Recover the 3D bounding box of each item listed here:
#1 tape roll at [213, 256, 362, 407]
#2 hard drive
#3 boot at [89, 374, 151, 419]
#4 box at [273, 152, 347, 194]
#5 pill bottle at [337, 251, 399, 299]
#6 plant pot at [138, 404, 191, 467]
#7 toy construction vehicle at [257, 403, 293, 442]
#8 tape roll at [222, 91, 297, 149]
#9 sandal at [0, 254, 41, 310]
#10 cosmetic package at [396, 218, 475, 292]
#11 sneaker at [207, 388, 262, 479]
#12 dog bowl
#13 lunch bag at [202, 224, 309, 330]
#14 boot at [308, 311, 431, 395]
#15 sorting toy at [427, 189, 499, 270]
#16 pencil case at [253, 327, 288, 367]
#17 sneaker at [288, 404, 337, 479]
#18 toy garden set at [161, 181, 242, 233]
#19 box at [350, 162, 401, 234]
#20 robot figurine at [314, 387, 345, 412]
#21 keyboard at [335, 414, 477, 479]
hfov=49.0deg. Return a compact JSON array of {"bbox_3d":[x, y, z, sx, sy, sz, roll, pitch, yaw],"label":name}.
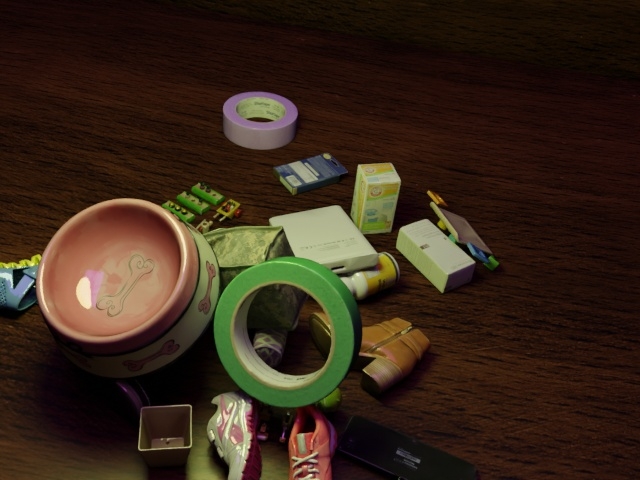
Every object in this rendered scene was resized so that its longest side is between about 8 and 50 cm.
[{"bbox_3d":[-0.072,0.198,1.523,0.321,0.322,0.077,19,12,14],"label":"tape roll"},{"bbox_3d":[0.000,0.000,2.042,0.232,0.047,0.353,-11,27,-12],"label":"hard drive"},{"bbox_3d":[-0.432,0.242,1.704,0.284,0.138,0.377,-24,41,-32],"label":"boot"},{"bbox_3d":[-0.032,-0.231,2.407,0.225,0.037,0.136,-19,47,-27],"label":"box"},{"bbox_3d":[0.125,0.107,1.976,0.184,0.103,0.103,-21,48,-30],"label":"pill bottle"},{"bbox_3d":[-0.333,0.431,1.520,0.108,0.096,0.109,-1,41,-10],"label":"plant pot"},{"bbox_3d":[-0.108,0.418,1.620,0.085,0.035,0.098,12,40,6],"label":"toy construction vehicle"},{"bbox_3d":[-0.223,-0.446,2.595,0.274,0.090,0.275,4,40,-3],"label":"tape roll"},{"bbox_3d":[-0.795,0.127,1.799,0.317,0.126,0.138,-18,50,-25],"label":"sandal"},{"bbox_3d":[0.343,0.043,2.104,0.117,0.086,0.231,-20,46,-29],"label":"cosmetic package"},{"bbox_3d":[-0.193,0.440,1.540,0.111,0.103,0.252,-10,44,6],"label":"sneaker"},{"bbox_3d":[-0.433,0.088,1.542,0.407,0.150,0.408,-3,64,5],"label":"dog bowl"},{"bbox_3d":[-0.200,0.094,1.738,0.286,0.235,0.169,-2,42,25],"label":"lunch bag"},{"bbox_3d":[0.128,0.244,1.805,0.283,0.109,0.220,36,48,27],"label":"boot"},{"bbox_3d":[0.429,-0.026,2.182,0.195,0.047,0.348,23,27,-38],"label":"sorting toy"},{"bbox_3d":[-0.124,0.231,1.800,0.086,0.088,0.206,18,38,-3],"label":"pencil case"},{"bbox_3d":[-0.032,0.474,1.468,0.115,0.136,0.314,-13,36,9],"label":"sneaker"},{"bbox_3d":[-0.384,-0.094,2.178,0.203,0.049,0.244,28,44,23],"label":"toy garden set"},{"bbox_3d":[0.170,-0.130,2.188,0.114,0.203,0.103,-5,41,-14],"label":"box"},{"bbox_3d":[-0.001,0.371,1.652,0.115,0.067,0.101,-5,4,22],"label":"robot figurine"},{"bbox_3d":[0.180,0.516,1.554,0.317,0.033,0.201,20,36,16],"label":"keyboard"}]
